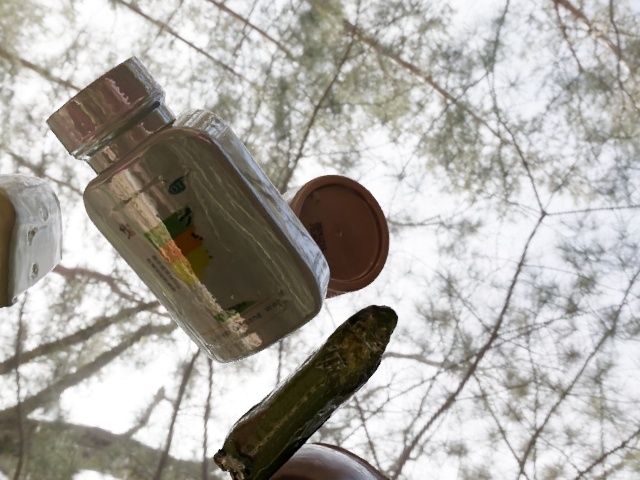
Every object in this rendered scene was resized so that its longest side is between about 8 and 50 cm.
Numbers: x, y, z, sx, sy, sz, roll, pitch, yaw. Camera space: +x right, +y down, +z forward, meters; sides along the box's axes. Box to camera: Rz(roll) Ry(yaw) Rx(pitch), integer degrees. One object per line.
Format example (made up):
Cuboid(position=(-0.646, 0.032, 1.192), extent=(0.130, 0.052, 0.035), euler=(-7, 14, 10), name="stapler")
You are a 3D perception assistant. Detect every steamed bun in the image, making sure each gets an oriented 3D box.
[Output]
Cuboid(position=(-0.509, -0.005, 1.095), extent=(0.225, 0.170, 0.200), euler=(-67, 159, -82), name="steamed bun")

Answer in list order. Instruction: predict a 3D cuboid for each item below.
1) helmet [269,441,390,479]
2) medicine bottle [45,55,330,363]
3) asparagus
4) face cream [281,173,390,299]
Cuboid(position=(-0.016, 0.525, 1.256), extent=(0.384, 0.230, 0.338), euler=(26, -110, 23), name="helmet")
Cuboid(position=(-0.127, -0.027, 0.683), extent=(0.161, 0.296, 0.111), euler=(-29, -164, 20), name="medicine bottle")
Cuboid(position=(-0.015, 0.252, 1.159), extent=(0.382, 0.128, 0.108), euler=(-45, -113, 7), name="asparagus")
Cuboid(position=(0.000, 0.000, 0.885), extent=(0.104, 0.149, 0.149), euler=(-21, -128, 56), name="face cream")
